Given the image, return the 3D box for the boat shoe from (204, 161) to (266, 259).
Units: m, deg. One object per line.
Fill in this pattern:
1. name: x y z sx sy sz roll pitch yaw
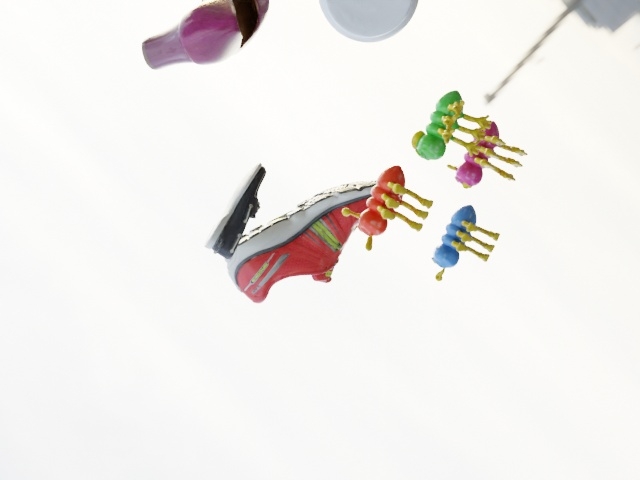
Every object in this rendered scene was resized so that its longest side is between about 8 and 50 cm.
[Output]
1. boat shoe: -0.094 -0.036 1.452 0.038 0.046 0.125 33 -110 -12

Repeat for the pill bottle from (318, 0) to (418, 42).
1. pill bottle: 0.059 -0.301 1.458 0.121 0.121 0.221 48 -170 -7

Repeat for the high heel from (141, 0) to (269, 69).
1. high heel: -0.128 -0.368 2.001 0.377 0.181 0.127 -51 -57 -53

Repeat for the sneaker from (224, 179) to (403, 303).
1. sneaker: 0.000 0.000 1.726 0.118 0.279 0.107 64 173 -9

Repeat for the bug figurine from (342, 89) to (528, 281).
1. bug figurine: 0.148 -0.066 1.483 0.072 0.216 0.279 31 -176 35
